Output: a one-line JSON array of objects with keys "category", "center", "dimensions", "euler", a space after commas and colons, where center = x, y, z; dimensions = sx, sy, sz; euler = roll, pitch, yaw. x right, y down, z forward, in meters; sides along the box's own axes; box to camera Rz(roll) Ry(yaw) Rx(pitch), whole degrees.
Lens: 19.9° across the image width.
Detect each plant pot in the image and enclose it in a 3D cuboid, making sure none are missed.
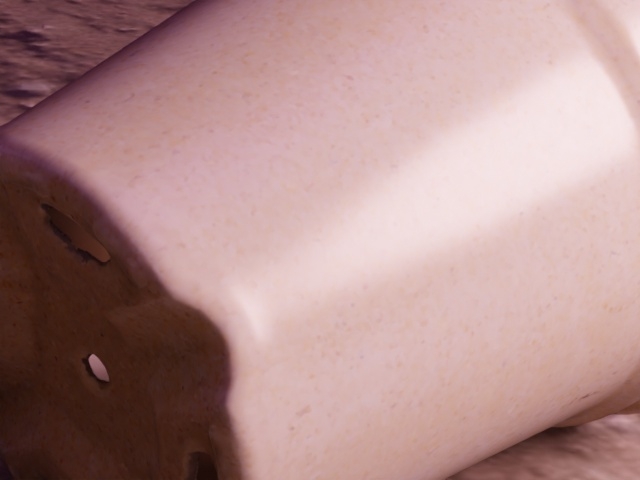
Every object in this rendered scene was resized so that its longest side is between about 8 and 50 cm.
[{"category": "plant pot", "center": [0.000, 0.000, 0.863], "dimensions": [0.334, 0.334, 0.305], "euler": [25, 41, 39]}]
